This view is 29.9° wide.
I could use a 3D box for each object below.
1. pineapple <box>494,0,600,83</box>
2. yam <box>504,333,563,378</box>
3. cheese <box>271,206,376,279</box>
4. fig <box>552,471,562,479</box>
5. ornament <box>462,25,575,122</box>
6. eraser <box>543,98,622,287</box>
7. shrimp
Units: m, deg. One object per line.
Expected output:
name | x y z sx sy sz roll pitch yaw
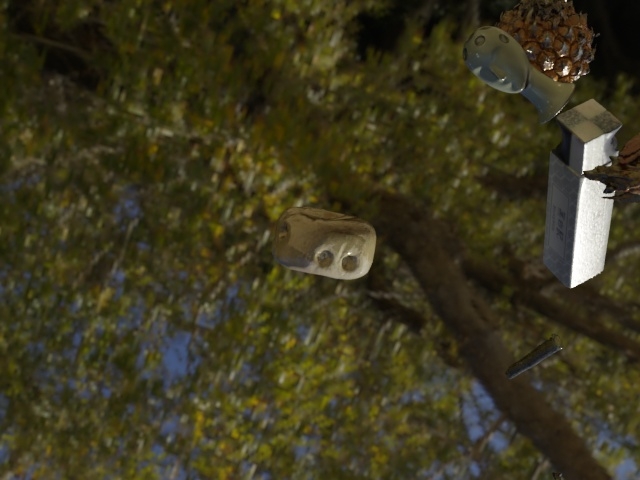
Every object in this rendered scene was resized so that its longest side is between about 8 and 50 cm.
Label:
pineapple | 0.328 -0.320 1.794 0.176 0.136 0.161 -24 -141 -20
yam | 0.388 0.213 2.194 0.033 0.129 0.027 56 -144 6
cheese | 0.000 0.000 2.448 0.218 0.117 0.235 19 -166 34
fig | 0.501 0.474 2.085 0.236 0.124 0.124 27 -156 24
ornament | 0.265 -0.231 1.639 0.156 0.075 0.081 36 -140 -10
eraser | 0.499 -0.081 2.288 0.098 0.404 0.096 -26 -129 -16
shrimp | 0.431 -0.106 1.481 0.217 0.115 0.051 -12 167 12
